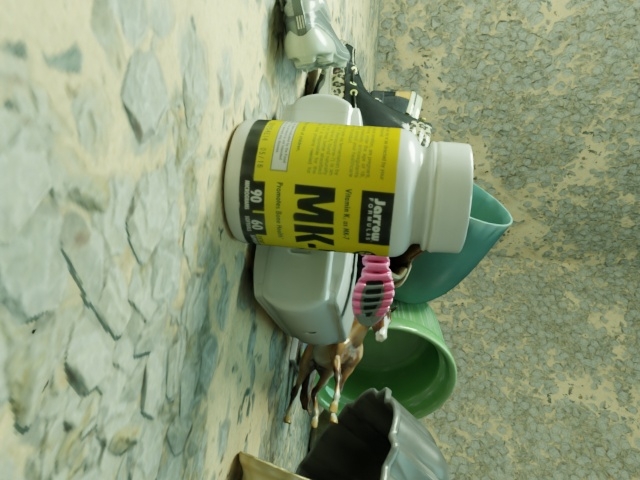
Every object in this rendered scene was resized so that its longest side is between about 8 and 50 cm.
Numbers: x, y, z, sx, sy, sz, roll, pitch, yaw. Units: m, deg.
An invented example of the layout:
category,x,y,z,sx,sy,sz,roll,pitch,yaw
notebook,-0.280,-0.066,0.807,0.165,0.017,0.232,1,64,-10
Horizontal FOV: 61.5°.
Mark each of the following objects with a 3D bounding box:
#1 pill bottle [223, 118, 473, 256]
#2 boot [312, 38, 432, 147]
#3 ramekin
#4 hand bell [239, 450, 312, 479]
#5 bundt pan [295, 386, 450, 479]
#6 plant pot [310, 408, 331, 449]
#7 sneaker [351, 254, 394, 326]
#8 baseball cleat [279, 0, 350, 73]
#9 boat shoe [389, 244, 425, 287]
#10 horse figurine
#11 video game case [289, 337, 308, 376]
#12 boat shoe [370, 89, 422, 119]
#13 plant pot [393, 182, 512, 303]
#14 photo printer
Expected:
category,x,y,z,sx,sy,sz,roll,pitch,yaw
pill bottle,0.027,-0.047,0.497,0.119,0.208,0.119,5,90,-82
boot,0.075,-0.199,0.813,0.085,0.178,0.236,118,-11,-47
ramekin,0.126,0.242,1.149,0.148,0.303,0.303,-86,177,-55
hand bell,-0.074,0.359,0.549,0.126,0.126,0.242,79,31,-65
bundt pan,0.044,0.357,0.664,0.331,0.124,0.331,-55,-177,5
plant pot,0.115,0.541,1.327,0.305,0.333,0.334,68,26,-49
sneaker,0.058,0.038,0.613,0.057,0.047,0.119,124,-26,-81
baseball cleat,-0.003,-0.259,0.653,0.206,0.072,0.110,-77,161,-75
boat shoe,0.088,0.025,0.888,0.324,0.123,0.116,-47,-130,38
horse figurine,0.014,0.202,0.846,0.263,0.066,0.175,-46,-157,57
video game case,-0.035,0.181,0.937,0.122,0.011,0.087,81,16,-62
boat shoe,0.132,-0.170,1.450,0.187,0.156,0.500,-33,140,-87
plant pot,0.194,-0.016,1.095,0.235,0.293,0.293,-63,-178,24
photo printer,0.000,0.000,0.711,0.307,0.107,0.256,75,21,-70
